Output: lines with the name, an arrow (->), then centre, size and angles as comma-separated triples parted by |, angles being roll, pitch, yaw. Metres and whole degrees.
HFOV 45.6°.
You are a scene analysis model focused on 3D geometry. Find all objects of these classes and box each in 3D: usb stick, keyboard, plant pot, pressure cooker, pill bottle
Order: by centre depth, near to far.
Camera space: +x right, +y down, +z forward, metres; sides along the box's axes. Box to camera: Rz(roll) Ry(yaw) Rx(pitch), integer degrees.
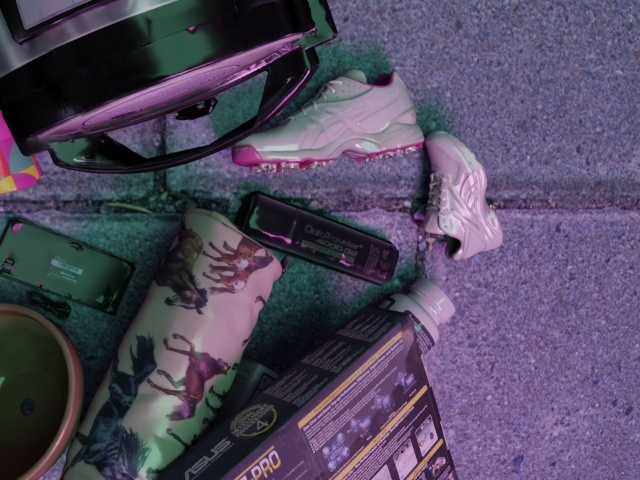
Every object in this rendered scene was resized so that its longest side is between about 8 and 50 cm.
pressure cooker -> -0.198, -0.286, 0.806 | 0.376, 0.370, 0.420 | -33, 108, -43
plant pot -> -0.397, 0.206, 0.968 | 0.237, 0.237, 0.109 | -50, 160, -7
keyboard -> -0.352, 0.050, 1.030 | 0.180, 0.023, 0.108 | 25, 85, -27
usb stick -> 0.000, 0.000, 1.171 | 0.278, 0.045, 0.077 | 20, 86, -27
pill bottle -> 0.128, 0.149, 1.229 | 0.180, 0.108, 0.108 | -42, 116, -10

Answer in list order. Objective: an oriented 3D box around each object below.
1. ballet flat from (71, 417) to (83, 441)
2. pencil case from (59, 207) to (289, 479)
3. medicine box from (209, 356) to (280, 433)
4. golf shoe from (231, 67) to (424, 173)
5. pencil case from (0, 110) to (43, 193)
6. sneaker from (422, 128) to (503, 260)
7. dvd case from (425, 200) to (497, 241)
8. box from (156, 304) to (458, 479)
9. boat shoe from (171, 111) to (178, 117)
ballet flat -> -0.363, 0.237, 1.059 | 0.041, 0.041, 0.114 | -36, 114, -14
pencil case -> -0.185, 0.173, 0.990 | 0.410, 0.160, 0.183 | -68, 157, -17
medicine box -> -0.092, 0.355, 1.119 | 0.263, 0.149, 0.289 | 37, 72, -27
golf shoe -> 0.007, -0.174, 1.108 | 0.306, 0.115, 0.140 | -12, 96, -29
pencil case -> -0.417, -0.161, 0.909 | 0.104, 0.104, 0.236 | -22, 111, -19
sneaker -> 0.208, -0.063, 1.216 | 0.115, 0.090, 0.232 | -30, 111, -11
dvd case -> 0.240, -0.034, 1.292 | 0.120, 0.013, 0.087 | 13, 96, -28
box -> 0.012, 0.323, 1.011 | 0.395, 0.097, 0.318 | -36, 120, -35
boat shoe -> -0.115, -0.247, 1.040 | 0.233, 0.084, 0.079 | -47, 142, -3
